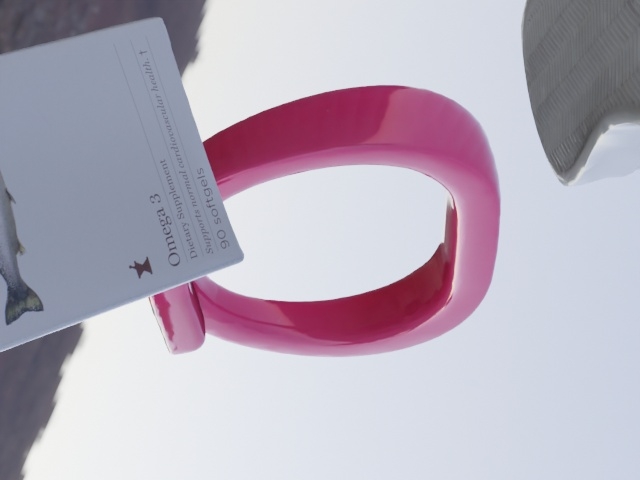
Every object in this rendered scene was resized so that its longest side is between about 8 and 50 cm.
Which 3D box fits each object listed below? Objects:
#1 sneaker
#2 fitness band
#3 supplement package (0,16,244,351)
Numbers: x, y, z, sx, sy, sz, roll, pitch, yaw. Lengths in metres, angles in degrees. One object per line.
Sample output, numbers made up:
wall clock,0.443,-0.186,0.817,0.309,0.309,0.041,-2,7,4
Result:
sneaker,0.173,-0.088,0.543,0.292,0.169,0.108,131,-52,-85
fitness band,0.000,0.000,0.984,0.291,0.209,0.054,86,-5,-64
supplement package,-0.138,-0.007,0.631,0.179,0.105,0.105,-21,-176,-41
